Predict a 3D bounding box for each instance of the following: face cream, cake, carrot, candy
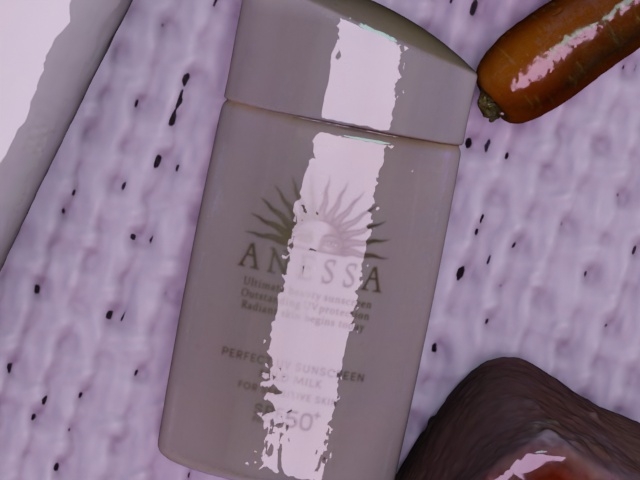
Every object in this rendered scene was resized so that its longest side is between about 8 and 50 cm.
[{"bbox_3d":[0.000,0.000,1.219,0.173,0.081,0.349,12,98,0],"label":"face cream"},{"bbox_3d":[0.144,0.262,1.197,0.237,0.230,0.309,30,96,-6],"label":"cake"},{"bbox_3d":[0.201,-0.155,1.216,0.225,0.067,0.067,-34,99,0],"label":"carrot"},{"bbox_3d":[-0.232,-0.088,1.130,0.145,0.208,0.359,27,96,-8],"label":"candy"}]
